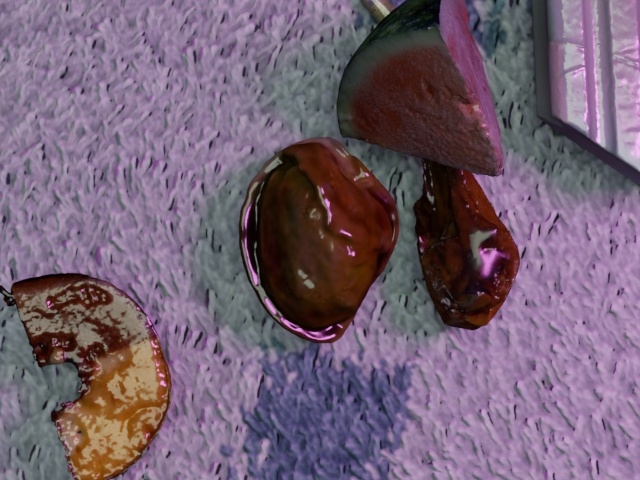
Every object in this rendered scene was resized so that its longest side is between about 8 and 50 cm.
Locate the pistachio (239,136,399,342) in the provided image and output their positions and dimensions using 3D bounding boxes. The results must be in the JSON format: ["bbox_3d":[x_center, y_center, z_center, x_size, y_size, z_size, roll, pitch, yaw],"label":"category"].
[{"bbox_3d":[0.000,0.000,1.266,0.165,0.130,0.210,-1,94,-4],"label":"pistachio"}]

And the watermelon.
[{"bbox_3d":[0.086,-0.144,1.217,0.207,0.136,0.202,-48,53,33],"label":"watermelon"}]

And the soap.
[{"bbox_3d":[0.329,-0.229,1.294,0.208,0.115,0.347,-2,85,0],"label":"soap"}]

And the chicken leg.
[{"bbox_3d":[0.134,-0.059,1.284,0.093,0.113,0.304,-6,79,-30],"label":"chicken leg"}]

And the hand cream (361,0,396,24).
[{"bbox_3d":[0.076,-0.235,1.341,0.035,0.022,0.102,-42,92,-4],"label":"hand cream"}]

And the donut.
[{"bbox_3d":[-0.224,0.133,1.272,0.141,0.085,0.217,-16,86,-2],"label":"donut"}]
